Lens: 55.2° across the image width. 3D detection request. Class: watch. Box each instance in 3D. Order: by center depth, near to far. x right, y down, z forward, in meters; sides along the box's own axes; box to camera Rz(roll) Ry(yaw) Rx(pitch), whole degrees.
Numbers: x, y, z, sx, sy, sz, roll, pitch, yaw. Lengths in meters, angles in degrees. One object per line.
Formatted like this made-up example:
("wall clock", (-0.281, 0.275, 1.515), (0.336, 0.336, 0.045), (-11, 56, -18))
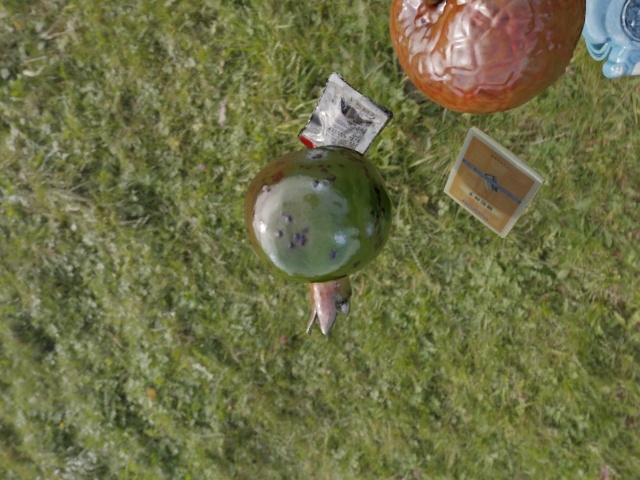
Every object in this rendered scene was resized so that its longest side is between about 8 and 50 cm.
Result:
("watch", (0.512, -0.379, 1.024), (0.211, 0.193, 0.211), (2, 115, 3))

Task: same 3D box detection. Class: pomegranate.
("pomegranate", (0.013, -0.015, 1.083), (0.291, 0.291, 0.323), (-35, 74, 37))

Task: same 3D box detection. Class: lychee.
("lychee", (0.201, -0.278, 0.771), (0.255, 0.300, 0.255), (15, 107, 60))

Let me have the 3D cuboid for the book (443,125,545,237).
("book", (0.337, -0.109, 1.222), (0.170, 0.018, 0.242), (42, 161, 16))

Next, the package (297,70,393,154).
("package", (0.045, -0.244, 1.321), (0.154, 0.030, 0.239), (34, 144, -3))
